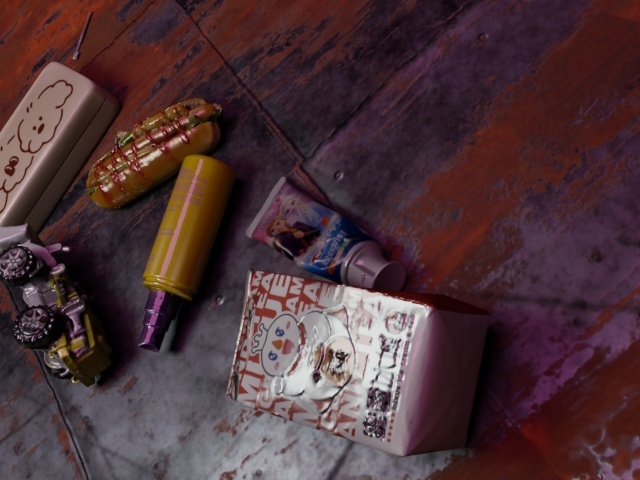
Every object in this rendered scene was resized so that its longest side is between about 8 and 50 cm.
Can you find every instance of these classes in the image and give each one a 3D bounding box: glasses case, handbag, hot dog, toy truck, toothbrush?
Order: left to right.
[{"bbox_3d":[-0.471,-0.123,1.566,0.144,0.076,0.336,29,85,38],"label":"glasses case"},{"bbox_3d":[-0.386,0.082,1.387,0.111,0.136,0.285,-28,56,-7],"label":"toy truck"},{"bbox_3d":[-0.414,-0.358,1.685,0.008,0.006,0.096,6,71,21],"label":"toothbrush"},{"bbox_3d":[-0.249,-0.138,1.437,0.250,0.076,0.104,-30,55,20],"label":"hot dog"},{"bbox_3d":[0.024,0.123,1.082,0.298,0.151,0.171,11,90,36],"label":"handbag"}]

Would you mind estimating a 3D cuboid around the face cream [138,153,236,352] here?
[{"bbox_3d":[-0.192,0.019,1.323,0.078,0.078,0.273,6,72,34],"label":"face cream"}]

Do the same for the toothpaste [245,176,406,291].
[{"bbox_3d":[0.000,0.000,1.235,0.266,0.061,0.096,32,88,44],"label":"toothpaste"}]
